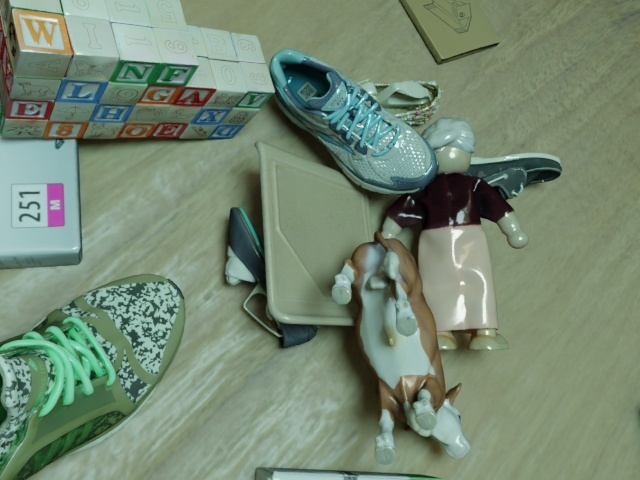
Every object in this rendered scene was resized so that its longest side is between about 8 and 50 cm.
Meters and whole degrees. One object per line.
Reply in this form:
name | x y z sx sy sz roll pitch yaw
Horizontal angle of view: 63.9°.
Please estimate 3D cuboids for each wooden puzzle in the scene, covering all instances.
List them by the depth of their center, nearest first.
wooden puzzle | 0.000 0.000 0.691 0.221 0.044 0.238 13 62 -48

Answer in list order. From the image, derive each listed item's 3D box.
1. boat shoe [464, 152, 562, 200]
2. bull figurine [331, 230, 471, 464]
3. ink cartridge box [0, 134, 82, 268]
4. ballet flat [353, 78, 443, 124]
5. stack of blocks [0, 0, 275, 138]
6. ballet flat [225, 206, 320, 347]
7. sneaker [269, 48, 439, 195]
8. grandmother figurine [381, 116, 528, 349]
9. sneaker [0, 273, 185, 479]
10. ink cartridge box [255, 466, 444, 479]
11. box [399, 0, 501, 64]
boat shoe | 0.296 -0.095 0.850 0.233 0.084 0.079 -8 73 -15
bull figurine | 0.100 0.143 0.618 0.101 0.188 0.310 -19 93 15
ink cartridge box | -0.415 -0.102 0.601 0.239 0.060 0.275 -3 74 -23
ballet flat | 0.091 -0.228 0.821 0.241 0.077 0.091 -11 77 -23
stack of blocks | -0.207 -0.198 0.606 0.297 0.171 0.087 -9 78 -39
ballet flat | -0.080 0.054 0.668 0.074 0.074 0.203 -34 93 -26
sneaker | 0.034 -0.162 0.704 0.283 0.122 0.110 36 90 15
grandmother figurine | 0.186 -0.016 0.749 0.208 0.104 0.342 -1 81 5
sneaker | -0.263 0.142 0.472 0.158 0.182 0.410 50 42 -1
ink cartridge box | 0.029 0.353 0.593 0.220 0.092 0.160 11 68 -16
box | 0.237 -0.441 0.979 0.164 0.021 0.201 -25 82 -26
